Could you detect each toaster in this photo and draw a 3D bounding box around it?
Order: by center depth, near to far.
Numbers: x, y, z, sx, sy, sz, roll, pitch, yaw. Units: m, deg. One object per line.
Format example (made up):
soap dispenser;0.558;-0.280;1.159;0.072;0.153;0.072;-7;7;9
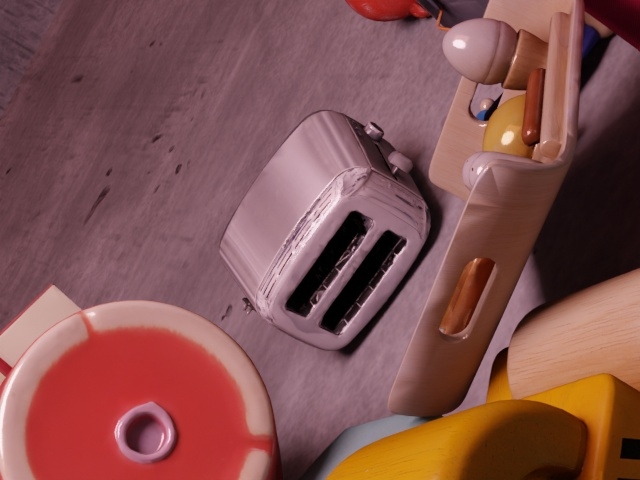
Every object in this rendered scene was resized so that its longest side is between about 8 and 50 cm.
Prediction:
toaster;0.000;0.000;1.475;0.227;0.129;0.146;-53;29;11

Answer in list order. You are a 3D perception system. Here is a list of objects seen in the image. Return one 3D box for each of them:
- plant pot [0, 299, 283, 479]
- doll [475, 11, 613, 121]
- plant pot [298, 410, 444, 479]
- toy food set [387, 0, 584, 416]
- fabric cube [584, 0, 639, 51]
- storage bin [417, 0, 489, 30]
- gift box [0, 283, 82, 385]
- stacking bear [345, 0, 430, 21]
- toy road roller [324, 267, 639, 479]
plant pot;-0.143;0.174;1.211;0.243;0.275;0.275;114;175;-66
doll;0.177;-0.112;1.365;0.189;0.046;0.129;-58;25;3
plant pot;0.044;0.247;1.110;0.166;0.165;0.234;-24;35;51
toy food set;0.106;-0.046;1.147;0.306;0.092;0.219;-73;2;-54
fabric cube;0.271;-0.318;1.168;0.254;0.258;0.259;-1;62;62
storage bin;0.147;-0.210;1.334;0.091;0.135;0.098;5;64;51
gift box;-0.221;0.212;1.444;0.276;0.258;0.255;-46;-3;-23
stacking bear;0.053;-0.346;1.721;0.164;0.175;0.289;-45;37;25
toy road roller;0.133;0.141;0.954;0.202;0.240;0.329;-27;41;49
